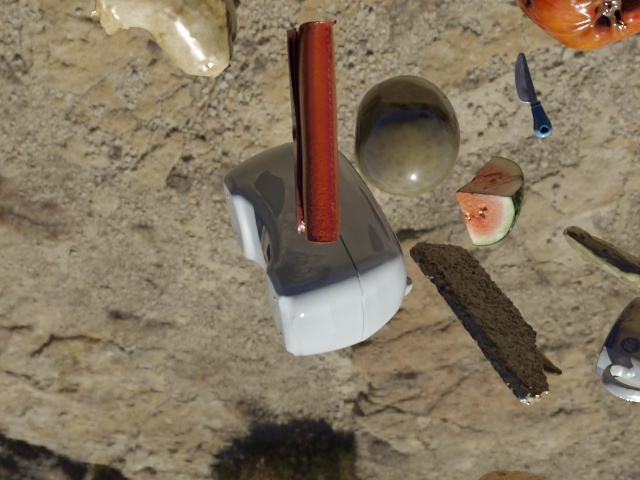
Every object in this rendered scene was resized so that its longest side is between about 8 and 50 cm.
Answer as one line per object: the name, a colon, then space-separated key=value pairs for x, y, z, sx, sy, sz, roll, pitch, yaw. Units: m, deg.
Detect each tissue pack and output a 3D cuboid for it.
tissue pack: x=0.000 y=0.000 z=1.194 sx=0.236 sy=0.333 sz=0.229 roll=-21 pitch=144 yaw=-12

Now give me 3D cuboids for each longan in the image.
longan: x=0.256 y=-0.311 z=2.201 sx=0.361 sy=0.360 sz=0.360 roll=0 pitch=141 yaw=0

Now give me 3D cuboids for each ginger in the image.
ginger: x=-0.208 y=-0.336 z=1.065 sx=0.152 sy=0.137 sz=0.267 roll=-26 pitch=143 yaw=35

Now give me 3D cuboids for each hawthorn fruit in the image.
hawthorn fruit: x=0.371 y=-0.387 z=0.982 sx=0.211 sy=0.299 sz=0.211 roll=11 pitch=141 yaw=10

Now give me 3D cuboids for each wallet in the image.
wallet: x=-0.007 y=-0.107 z=0.723 sx=0.045 sy=0.142 sz=0.204 roll=-3 pitch=102 yaw=-4

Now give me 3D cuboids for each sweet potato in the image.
sweet potato: x=0.569 y=0.317 z=2.060 sx=0.077 sy=0.244 sz=0.077 roll=-31 pitch=142 yaw=-28

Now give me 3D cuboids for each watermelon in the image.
watermelon: x=0.365 y=-0.092 z=1.505 sx=0.137 sy=0.145 sz=0.193 roll=43 pitch=149 yaw=9

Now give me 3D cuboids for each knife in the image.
knife: x=0.582 y=-0.402 z=2.044 sx=0.058 sy=0.244 sz=0.032 roll=-21 pitch=180 yaw=10

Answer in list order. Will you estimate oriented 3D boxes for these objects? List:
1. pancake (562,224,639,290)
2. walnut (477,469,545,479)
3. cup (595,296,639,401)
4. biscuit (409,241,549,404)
pancake: x=0.572 y=0.047 z=1.404 sx=0.242 sy=0.242 sz=0.050 roll=34 pitch=98 yaw=-34
walnut: x=0.308 y=0.456 z=1.199 sx=0.197 sy=0.165 sz=0.165 roll=9 pitch=145 yaw=-44
cup: x=0.811 y=0.301 z=1.755 sx=0.257 sy=0.301 sz=0.227 roll=28 pitch=130 yaw=36
biscuit: x=0.211 y=0.092 z=0.902 sx=0.131 sy=0.236 sz=0.026 roll=3 pitch=134 yaw=-48
